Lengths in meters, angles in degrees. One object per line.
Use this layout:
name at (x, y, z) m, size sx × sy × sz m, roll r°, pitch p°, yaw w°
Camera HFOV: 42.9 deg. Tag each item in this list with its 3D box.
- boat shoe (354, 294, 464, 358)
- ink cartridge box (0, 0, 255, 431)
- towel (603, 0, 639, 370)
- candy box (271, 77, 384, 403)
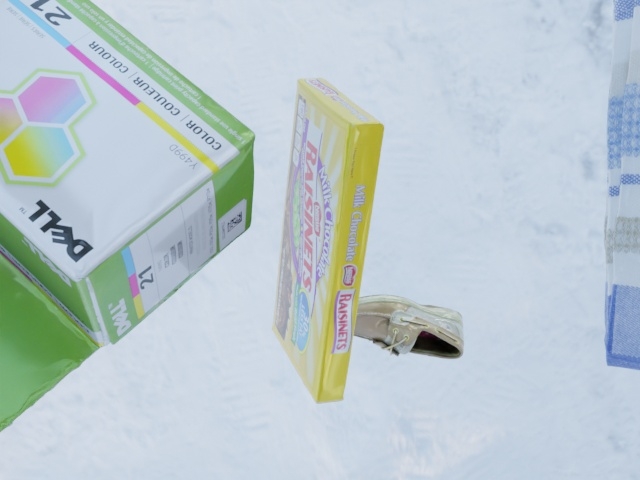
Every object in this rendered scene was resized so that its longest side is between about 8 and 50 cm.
boat shoe at (0.077, 0.083, 0.754) m, size 0.135 × 0.050 × 0.045 m, roll 8°, pitch 50°, yaw -20°
ink cartridge box at (-0.189, -0.013, 0.463) m, size 0.189 × 0.097 × 0.255 m, roll 39°, pitch 63°, yaw 16°
towel at (0.281, -0.045, 0.523) m, size 0.034 × 0.209 × 0.285 m, roll 0°, pitch 93°, yaw -41°
candy box at (0.000, 0.000, 0.569) m, size 0.027 × 0.206 × 0.105 m, roll -5°, pitch 27°, yaw -23°
